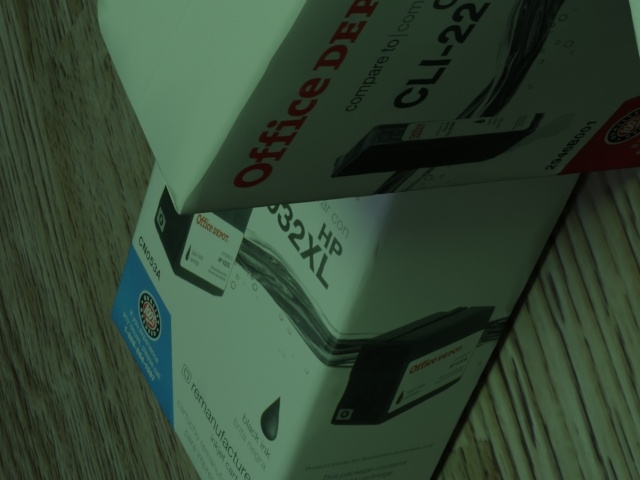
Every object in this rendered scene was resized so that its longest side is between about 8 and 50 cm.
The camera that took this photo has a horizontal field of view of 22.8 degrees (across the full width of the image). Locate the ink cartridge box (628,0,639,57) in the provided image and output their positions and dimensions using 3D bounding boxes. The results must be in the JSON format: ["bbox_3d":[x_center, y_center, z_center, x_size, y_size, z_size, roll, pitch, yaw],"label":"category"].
[{"bbox_3d":[0.211,0.011,0.562,0.069,0.176,0.371,-16,82,59],"label":"ink cartridge box"}]

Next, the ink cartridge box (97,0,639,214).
[{"bbox_3d":[0.068,-0.119,0.679,0.197,0.273,0.114,-54,50,48],"label":"ink cartridge box"}]

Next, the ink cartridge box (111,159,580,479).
[{"bbox_3d":[0.000,0.000,0.947,0.223,0.129,0.307,56,139,38],"label":"ink cartridge box"}]
